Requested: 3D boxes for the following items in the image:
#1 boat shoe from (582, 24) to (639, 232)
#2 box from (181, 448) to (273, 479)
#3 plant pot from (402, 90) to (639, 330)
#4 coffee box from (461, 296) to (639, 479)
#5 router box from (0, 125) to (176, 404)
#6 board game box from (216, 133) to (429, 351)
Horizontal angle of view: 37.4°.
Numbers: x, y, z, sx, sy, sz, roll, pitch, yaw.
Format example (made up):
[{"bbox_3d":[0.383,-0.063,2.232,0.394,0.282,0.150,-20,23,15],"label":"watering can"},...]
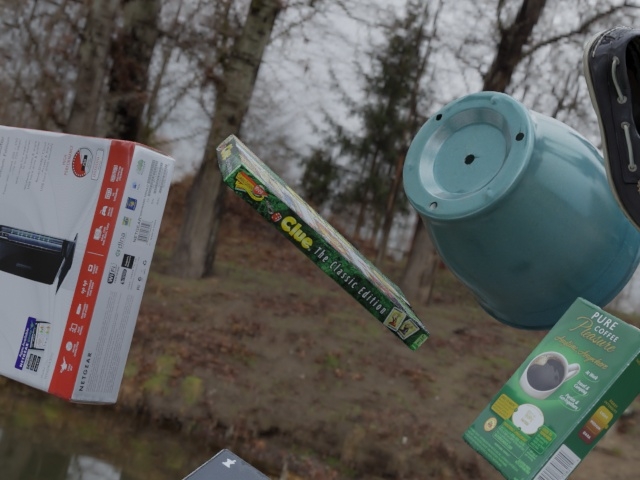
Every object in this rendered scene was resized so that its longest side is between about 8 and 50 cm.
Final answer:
[{"bbox_3d":[0.280,-0.081,0.793,0.075,0.206,0.065,-23,7,-5],"label":"boat shoe"},{"bbox_3d":[-0.090,0.486,1.217,0.296,0.294,0.182,27,31,25],"label":"box"},{"bbox_3d":[0.249,-0.055,1.234,0.271,0.272,0.255,13,-17,44],"label":"plant pot"},{"bbox_3d":[0.227,0.148,0.890,0.040,0.184,0.113,41,-3,-26],"label":"coffee box"},{"bbox_3d":[-0.368,0.024,1.290,0.301,0.336,0.082,10,-5,35],"label":"router box"},{"bbox_3d":[0.000,0.000,0.957,0.259,0.030,0.136,42,5,-20],"label":"board game box"}]
